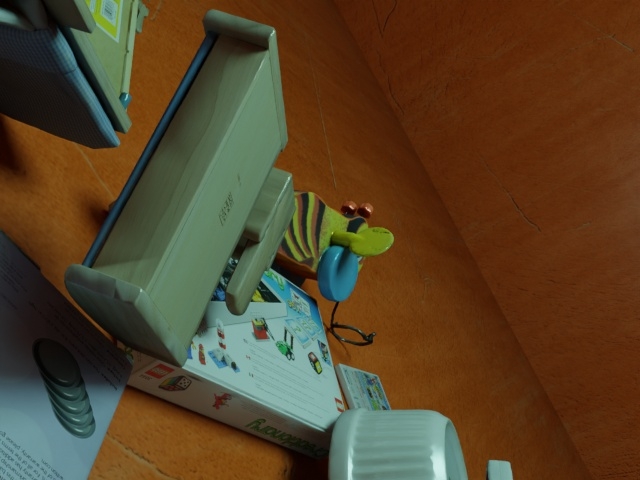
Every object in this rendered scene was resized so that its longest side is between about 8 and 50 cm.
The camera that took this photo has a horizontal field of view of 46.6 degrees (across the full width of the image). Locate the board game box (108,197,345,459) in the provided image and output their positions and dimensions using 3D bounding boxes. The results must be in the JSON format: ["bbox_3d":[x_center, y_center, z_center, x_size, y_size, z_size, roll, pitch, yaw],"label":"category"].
[{"bbox_3d":[-0.083,0.092,0.753,0.305,0.053,0.193,39,27,-47],"label":"board game box"}]

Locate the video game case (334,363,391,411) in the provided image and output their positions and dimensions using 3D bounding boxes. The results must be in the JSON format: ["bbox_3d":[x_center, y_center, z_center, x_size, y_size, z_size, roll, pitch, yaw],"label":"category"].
[{"bbox_3d":[0.064,0.217,1.012,0.122,0.011,0.087,30,33,-56],"label":"video game case"}]

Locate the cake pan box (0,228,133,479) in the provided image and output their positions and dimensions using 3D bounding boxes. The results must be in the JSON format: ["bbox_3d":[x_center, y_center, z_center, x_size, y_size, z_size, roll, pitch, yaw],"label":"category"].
[{"bbox_3d":[-0.232,0.067,0.381,0.267,0.070,0.246,51,18,-24],"label":"cake pan box"}]

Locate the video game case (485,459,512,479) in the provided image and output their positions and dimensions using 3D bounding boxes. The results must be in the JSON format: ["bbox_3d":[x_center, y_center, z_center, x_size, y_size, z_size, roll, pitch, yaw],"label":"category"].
[{"bbox_3d":[0.169,0.389,0.724,0.204,0.025,0.285,-77,167,-57],"label":"video game case"}]

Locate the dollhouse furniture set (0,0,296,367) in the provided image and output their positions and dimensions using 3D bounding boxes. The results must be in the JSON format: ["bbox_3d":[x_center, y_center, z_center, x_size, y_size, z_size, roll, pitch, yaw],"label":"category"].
[{"bbox_3d":[-0.200,-0.052,0.560,0.286,0.303,0.198,87,25,-66],"label":"dollhouse furniture set"}]

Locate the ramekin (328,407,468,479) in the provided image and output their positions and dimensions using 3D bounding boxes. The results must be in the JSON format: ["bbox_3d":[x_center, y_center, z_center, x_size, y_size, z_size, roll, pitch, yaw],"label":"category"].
[{"bbox_3d":[0.089,0.268,0.746,0.207,0.109,0.207,-11,90,-76],"label":"ramekin"}]

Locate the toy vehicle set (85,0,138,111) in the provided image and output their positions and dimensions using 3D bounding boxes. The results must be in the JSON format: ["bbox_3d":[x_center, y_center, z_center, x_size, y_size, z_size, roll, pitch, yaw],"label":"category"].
[{"bbox_3d":[-0.266,-0.266,0.783,0.166,0.035,0.267,39,37,-46],"label":"toy vehicle set"}]

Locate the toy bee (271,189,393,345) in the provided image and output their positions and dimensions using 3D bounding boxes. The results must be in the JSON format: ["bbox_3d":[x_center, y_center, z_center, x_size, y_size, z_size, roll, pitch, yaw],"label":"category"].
[{"bbox_3d":[0.000,0.000,0.955,0.298,0.195,0.162,78,31,-66],"label":"toy bee"}]

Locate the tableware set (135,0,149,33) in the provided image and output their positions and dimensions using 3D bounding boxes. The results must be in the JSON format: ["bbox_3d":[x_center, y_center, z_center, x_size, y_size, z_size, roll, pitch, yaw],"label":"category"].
[{"bbox_3d":[-0.275,-0.342,0.955,0.128,0.039,0.194,50,20,-34],"label":"tableware set"}]
